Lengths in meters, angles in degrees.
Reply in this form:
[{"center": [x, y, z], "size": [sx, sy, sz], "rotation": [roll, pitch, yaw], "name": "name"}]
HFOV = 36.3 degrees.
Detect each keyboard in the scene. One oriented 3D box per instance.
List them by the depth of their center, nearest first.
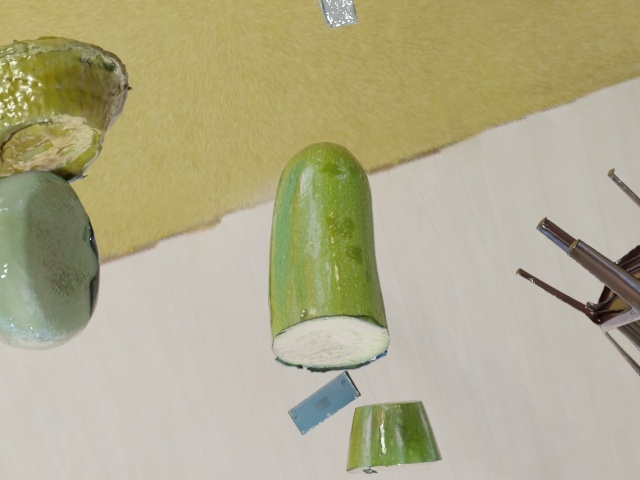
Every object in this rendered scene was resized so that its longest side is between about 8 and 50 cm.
[{"center": [0.006, 0.306, 1.836], "size": [0.176, 0.014, 0.055], "rotation": [-41, 74, 36], "name": "keyboard"}]

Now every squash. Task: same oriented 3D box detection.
[{"center": [0.000, 0.000, 0.769], "size": [0.095, 0.095, 0.188], "rotation": [-2, 60, -5], "name": "squash"}, {"center": [0.123, 0.342, 1.686], "size": [0.170, 0.170, 0.122], "rotation": [-5, 81, -5], "name": "squash"}]

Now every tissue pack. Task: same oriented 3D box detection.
[{"center": [0.022, -0.423, 1.688], "size": [0.060, 0.148, 0.108], "rotation": [-16, 103, 3], "name": "tissue pack"}]

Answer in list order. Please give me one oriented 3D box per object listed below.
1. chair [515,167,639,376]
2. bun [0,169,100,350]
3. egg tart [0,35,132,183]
[{"center": [0.479, 0.080, 1.473], "size": [0.326, 0.183, 0.175], "rotation": [37, 61, -7], "name": "chair"}, {"center": [-0.466, 0.037, 1.502], "size": [0.179, 0.283, 0.283], "rotation": [-10, 106, 16], "name": "bun"}, {"center": [-0.457, -0.185, 1.563], "size": [0.345, 0.345, 0.132], "rotation": [-28, 66, 2], "name": "egg tart"}]
